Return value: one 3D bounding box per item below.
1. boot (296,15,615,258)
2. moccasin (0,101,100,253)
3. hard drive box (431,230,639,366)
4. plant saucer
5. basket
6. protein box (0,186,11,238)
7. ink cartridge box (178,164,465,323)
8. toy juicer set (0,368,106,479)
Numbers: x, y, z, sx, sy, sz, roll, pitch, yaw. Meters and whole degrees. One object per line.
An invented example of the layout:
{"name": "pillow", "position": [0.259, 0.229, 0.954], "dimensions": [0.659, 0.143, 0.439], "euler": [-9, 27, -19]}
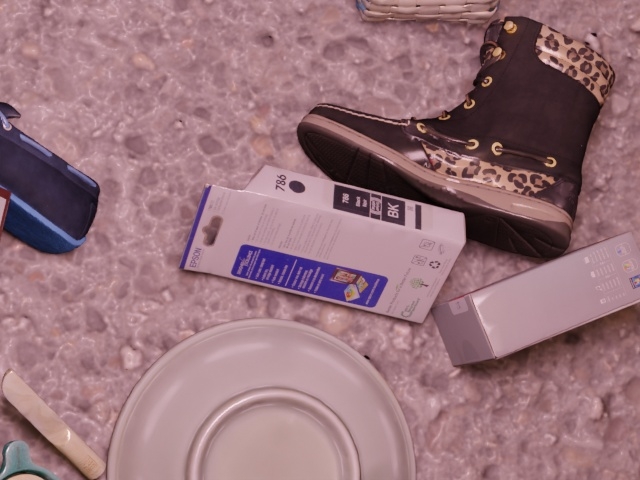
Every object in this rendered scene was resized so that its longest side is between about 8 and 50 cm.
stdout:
{"name": "boot", "position": [0.188, -0.163, 1.884], "dimensions": [0.377, 0.138, 0.284], "euler": [21, 67, 11]}
{"name": "moccasin", "position": [-0.415, -0.118, 1.747], "dimensions": [0.342, 0.138, 0.117], "euler": [44, 56, -32]}
{"name": "hard drive box", "position": [0.282, 0.078, 1.849], "dimensions": [0.232, 0.181, 0.089], "euler": [-21, 87, -14]}
{"name": "plant saucer", "position": [-0.064, 0.293, 1.790], "dimensions": [0.400, 0.100, 0.400], "euler": [1, 83, -11]}
{"name": "basket", "position": [0.133, -0.433, 1.874], "dimensions": [0.255, 0.201, 0.289], "euler": [1, 86, -2]}
{"name": "protein box", "position": [-0.496, 0.011, 1.654], "dimensions": [0.201, 0.136, 0.200], "euler": [25, 119, -19]}
{"name": "ink cartridge box", "position": [0.000, 0.000, 1.809], "dimensions": [0.333, 0.165, 0.065], "euler": [13, 46, -11]}
{"name": "toy juicer set", "position": [-0.325, 0.340, 1.694], "dimensions": [0.209, 0.089, 0.329], "euler": [30, 68, -40]}
